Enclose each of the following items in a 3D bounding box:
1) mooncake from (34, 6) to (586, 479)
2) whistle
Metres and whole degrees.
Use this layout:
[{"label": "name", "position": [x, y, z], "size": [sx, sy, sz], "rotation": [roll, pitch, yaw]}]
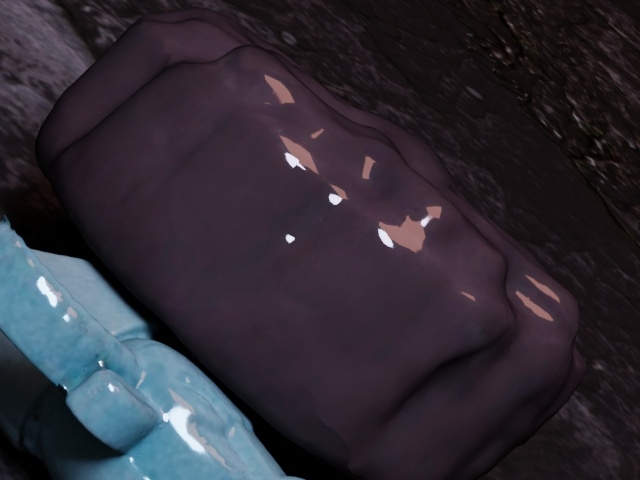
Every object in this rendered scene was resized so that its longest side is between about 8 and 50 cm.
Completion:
[{"label": "mooncake", "position": [0.000, 0.000, 0.901], "size": [0.283, 0.141, 0.283], "rotation": [41, 3, -3]}, {"label": "whistle", "position": [-0.089, 0.076, 0.798], "size": [0.274, 0.093, 0.186], "rotation": [46, -1, 18]}]
